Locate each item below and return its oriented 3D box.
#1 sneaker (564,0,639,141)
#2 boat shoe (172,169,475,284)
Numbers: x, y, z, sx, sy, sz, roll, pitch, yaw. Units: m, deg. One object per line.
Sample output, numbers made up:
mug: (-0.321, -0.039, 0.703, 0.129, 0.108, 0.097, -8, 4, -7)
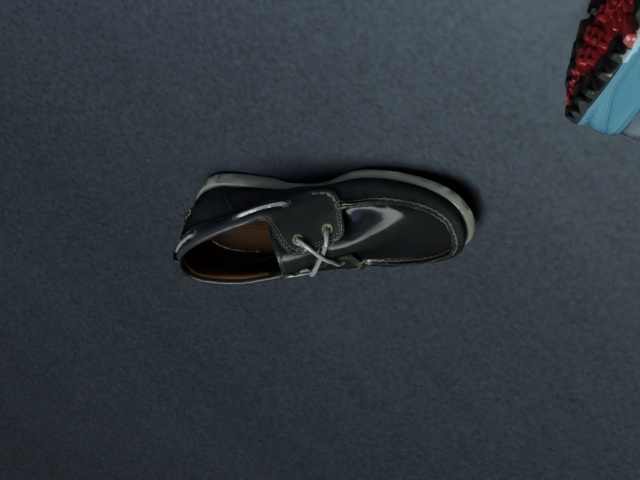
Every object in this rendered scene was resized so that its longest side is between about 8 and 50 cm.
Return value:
sneaker: (0.239, -0.142, 0.774, 0.125, 0.104, 0.262, 19, 145, -13)
boat shoe: (0.000, 0.000, 1.053, 0.233, 0.079, 0.084, 0, 129, 28)
